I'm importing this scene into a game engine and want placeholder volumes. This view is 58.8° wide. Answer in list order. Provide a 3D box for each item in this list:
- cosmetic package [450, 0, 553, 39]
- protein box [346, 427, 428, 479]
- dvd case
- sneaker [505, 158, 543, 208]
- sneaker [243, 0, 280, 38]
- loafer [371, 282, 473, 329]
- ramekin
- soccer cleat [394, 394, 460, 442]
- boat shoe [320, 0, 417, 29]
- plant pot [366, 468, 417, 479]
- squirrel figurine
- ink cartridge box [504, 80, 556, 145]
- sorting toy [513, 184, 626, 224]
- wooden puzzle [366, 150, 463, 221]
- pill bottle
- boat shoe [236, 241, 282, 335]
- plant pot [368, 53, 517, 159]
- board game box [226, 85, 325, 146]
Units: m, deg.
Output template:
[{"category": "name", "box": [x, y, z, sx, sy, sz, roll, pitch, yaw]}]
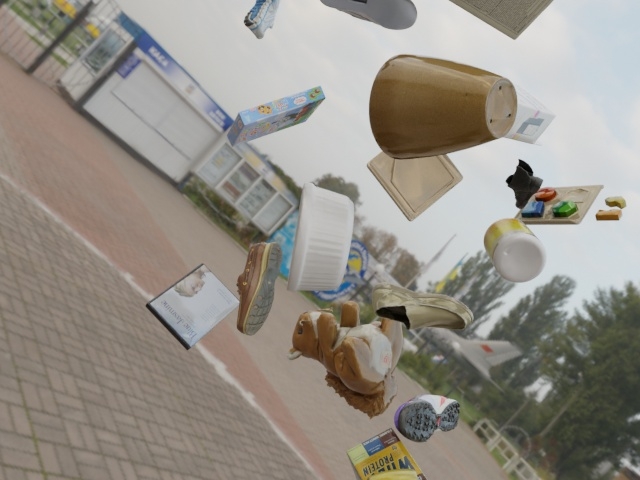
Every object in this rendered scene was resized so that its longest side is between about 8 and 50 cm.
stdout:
[{"category": "cosmetic package", "box": [0.383, -0.614, 1.308, 0.309, 0.160, 0.113, 19, 47, -26]}, {"category": "protein box", "box": [0.184, 0.626, 1.411, 0.201, 0.136, 0.199, 48, -21, 57]}, {"category": "dvd case", "box": [-0.377, 0.193, 1.713, 0.180, 0.022, 0.253, 46, 41, 2]}, {"category": "sneaker", "box": [0.548, -0.152, 1.558, 0.089, 0.051, 0.170, 26, -24, 6]}, {"category": "sneaker", "box": [-0.161, -0.689, 1.712, 0.071, 0.190, 0.083, 19, -20, 31]}, {"category": "loafer", "box": [0.256, 0.189, 1.469, 0.269, 0.092, 0.102, 12, -38, 17]}, {"category": "ramekin", "box": [0.000, 0.000, 1.381, 0.127, 0.272, 0.273, 9, 2, -4]}, {"category": "soccer cleat", "box": [0.265, 0.470, 1.532, 0.116, 0.108, 0.318, 7, -4, 38]}, {"category": "boat shoe", "box": [0.115, -0.597, 1.411, 0.258, 0.095, 0.084, 17, 24, -12]}, {"category": "plant pot", "box": [0.143, 0.548, 1.209, 0.095, 0.134, 0.134, 13, 0, -2]}, {"category": "squirrel figurine", "box": [0.070, 0.402, 1.910, 0.370, 0.281, 0.397, 1, -65, 40]}, {"category": "ink cartridge box", "box": [0.583, -0.414, 1.773, 0.353, 0.119, 0.207, 0, 44, -43]}, {"category": "sorting toy", "box": [0.736, -0.112, 1.665, 0.307, 0.229, 0.041, 1, -57, 48]}, {"category": "wooden puzzle", "box": [0.284, -0.207, 1.711, 0.221, 0.239, 0.044, 52, -15, -4]}, {"category": "pill bottle", "box": [0.460, 0.015, 1.365, 0.117, 0.117, 0.215, 43, 17, -6]}, {"category": "boat shoe", "box": [-0.120, 0.086, 1.034, 0.060, 0.178, 0.064, 4, -23, 25]}, {"category": "plant pot", "box": [0.275, -0.281, 1.210, 0.254, 0.237, 0.237, 16, -21, 46]}, {"category": "board game box", "box": [-0.109, -0.296, 1.358, 0.039, 0.212, 0.160, 67, -21, 1]}]
